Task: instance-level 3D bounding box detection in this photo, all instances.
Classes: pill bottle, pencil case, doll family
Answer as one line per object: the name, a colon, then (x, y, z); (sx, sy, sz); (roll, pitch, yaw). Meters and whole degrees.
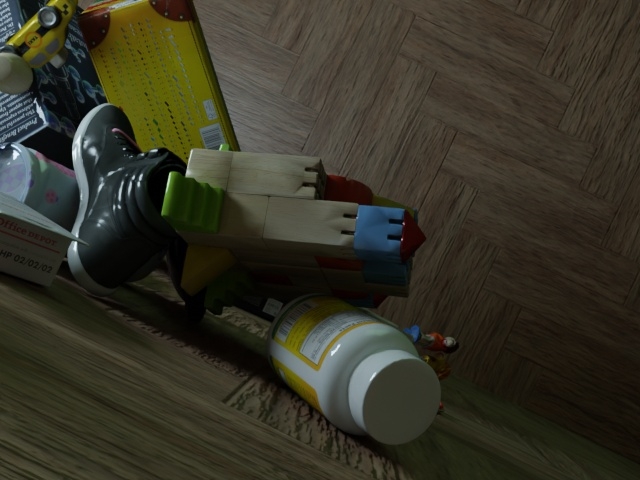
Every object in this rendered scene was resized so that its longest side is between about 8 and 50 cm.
pill bottle: (0.033, 0.133, 0.895); (0.117, 0.118, 0.208); (27, -2, -28)
pencil case: (-0.319, -0.028, 1.098); (0.124, 0.114, 0.273); (-5, -18, 31)
doll family: (0.184, 0.256, 1.836); (0.163, 0.118, 0.263); (19, -16, -37)

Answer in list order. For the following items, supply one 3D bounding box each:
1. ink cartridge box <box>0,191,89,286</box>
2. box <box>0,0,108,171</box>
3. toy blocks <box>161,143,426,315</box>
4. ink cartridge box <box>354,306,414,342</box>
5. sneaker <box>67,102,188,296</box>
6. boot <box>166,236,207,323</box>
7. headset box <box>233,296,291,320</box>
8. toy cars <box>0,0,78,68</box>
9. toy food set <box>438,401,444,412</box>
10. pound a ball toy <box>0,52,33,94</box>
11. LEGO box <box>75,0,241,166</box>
ink cartridge box: (-0.323, -0.011, 0.850); (0.181, 0.062, 0.104); (24, -2, 43)
box: (-0.548, -0.285, 1.640); (0.293, 0.212, 0.396); (30, 37, -64)
toy blocks: (0.000, 0.000, 1.021); (0.260, 0.191, 0.381); (5, -16, 10)
ink cartridge box: (0.029, 0.141, 1.187); (0.067, 0.115, 0.198); (28, -3, -36)
sneaker: (-0.214, -0.080, 1.021); (0.104, 0.147, 0.296); (42, 28, -41)
boot: (-0.177, 0.045, 1.178); (0.090, 0.248, 0.207); (5, 37, -7)
headset box: (-0.137, 0.083, 1.805); (0.218, 0.110, 0.293); (26, -1, -23)
toy cars: (-0.507, -0.250, 1.372); (0.087, 0.394, 0.176); (45, -29, -26)
toy food set: (0.180, 0.278, 1.501); (0.082, 0.020, 0.083); (25, -2, 35)
pound a ball toy: (-0.511, -0.185, 1.035); (0.319, 0.208, 0.136); (29, 0, 8)
LEGO box: (-0.275, -0.235, 1.661); (0.372, 0.193, 0.500); (-114, -173, -69)
